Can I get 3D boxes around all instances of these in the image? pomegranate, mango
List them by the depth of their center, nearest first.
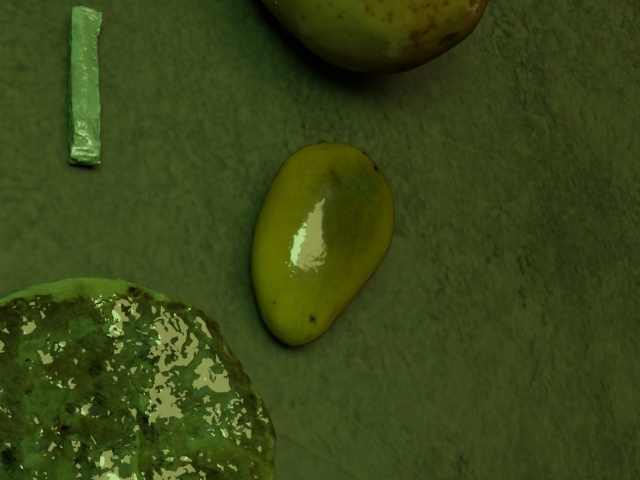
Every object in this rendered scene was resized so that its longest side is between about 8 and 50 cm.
[{"bbox_3d":[0.000,0.000,0.736,0.103,0.076,0.161,35,61,-26],"label":"mango"},{"bbox_3d":[0.043,-0.243,0.780,0.215,0.215,0.215,15,62,-30],"label":"pomegranate"}]

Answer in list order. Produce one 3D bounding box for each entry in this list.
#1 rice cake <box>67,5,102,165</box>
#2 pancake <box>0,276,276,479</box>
[{"bbox_3d":[-0.163,-0.107,0.698,0.022,0.021,0.121,5,68,-24],"label":"rice cake"},{"bbox_3d":[-0.132,0.135,0.602,0.254,0.037,0.253,16,61,-31],"label":"pancake"}]
